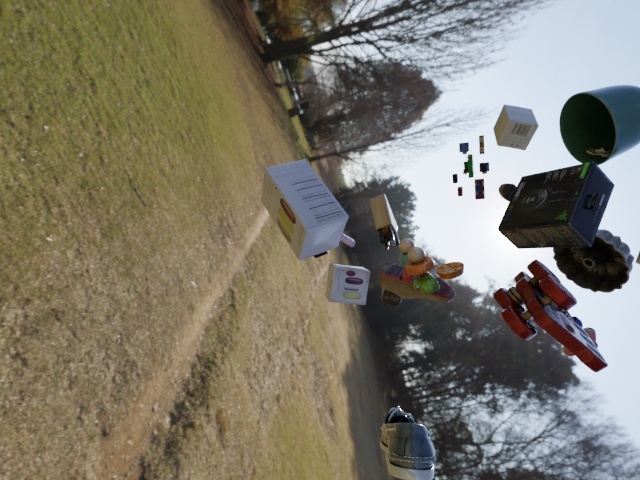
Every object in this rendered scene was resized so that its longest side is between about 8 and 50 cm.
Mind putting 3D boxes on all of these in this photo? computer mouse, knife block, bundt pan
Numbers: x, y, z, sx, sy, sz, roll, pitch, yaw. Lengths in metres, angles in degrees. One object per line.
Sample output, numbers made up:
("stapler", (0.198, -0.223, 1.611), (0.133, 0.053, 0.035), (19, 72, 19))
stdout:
("computer mouse", (0.421, 0.271, 2.293), (0.272, 0.188, 0.072), (98, 5, -48))
("knife block", (0.335, -0.092, 2.122), (0.275, 0.088, 0.242), (68, 18, -7))
("bundt pan", (1.276, 0.074, 1.882), (0.331, 0.124, 0.331), (43, -27, 28))

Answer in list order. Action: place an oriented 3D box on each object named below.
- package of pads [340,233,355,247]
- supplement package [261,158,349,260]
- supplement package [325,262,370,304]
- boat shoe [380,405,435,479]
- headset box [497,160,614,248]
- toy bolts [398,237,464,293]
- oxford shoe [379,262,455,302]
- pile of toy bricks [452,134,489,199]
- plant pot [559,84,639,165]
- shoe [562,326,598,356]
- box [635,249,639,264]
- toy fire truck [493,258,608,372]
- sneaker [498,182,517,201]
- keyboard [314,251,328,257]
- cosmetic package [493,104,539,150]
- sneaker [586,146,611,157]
("package of pads", (0.129, -0.003, 1.992), (0.083, 0.032, 0.050), (31, 15, -16))
("supplement package", (-0.051, -0.090, 1.135), (0.244, 0.134, 0.139), (55, -31, 29))
("supplement package", (0.145, 0.238, 2.219), (0.149, 0.203, 0.194), (-150, -113, -79))
("boat shoe", (0.186, 0.408, 0.859), (0.319, 0.116, 0.099), (57, 33, -75))
("headset box", (0.787, -0.108, 1.350), (0.131, 0.246, 0.283), (37, -16, -19))
("toy bolts", (0.381, 0.065, 1.475), (0.228, 0.218, 0.158), (-156, -135, -72))
("oxford shoe", (0.433, 0.213, 1.838), (0.123, 0.348, 0.130), (-41, 141, -41))
("pile of toy bricks", (0.521, -0.251, 1.400), (0.105, 0.118, 0.212), (-29, 116, -64))
("plant pot", (1.146, -0.471, 1.587), (0.293, 0.235, 0.293), (160, -90, -88))
("shoe", (1.023, 0.424, 1.596), (0.081, 0.063, 0.178), (-63, 170, -47))
("box", (1.298, -0.036, 1.474), (0.311, 0.121, 0.148), (-57, 167, -18))
("toy fire truck", (0.663, 0.212, 1.161), (0.254, 0.169, 0.302), (41, 22, -2))
("sneaker", (0.730, -0.181, 1.563), (0.071, 0.188, 0.066), (27, -77, 54))
("keyboard", (0.000, 0.000, 1.863), (0.038, 0.100, 0.192), (52, -17, 49))
("cosmetic package", (1.014, -0.591, 2.112), (0.183, 0.151, 0.151), (-75, 176, -45))
("sneaker", (1.111, -0.359, 1.613), (0.032, 0.083, 0.037), (-59, 158, -47))
